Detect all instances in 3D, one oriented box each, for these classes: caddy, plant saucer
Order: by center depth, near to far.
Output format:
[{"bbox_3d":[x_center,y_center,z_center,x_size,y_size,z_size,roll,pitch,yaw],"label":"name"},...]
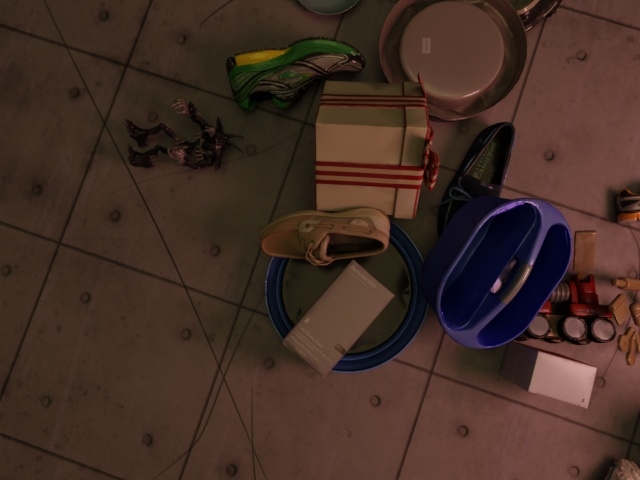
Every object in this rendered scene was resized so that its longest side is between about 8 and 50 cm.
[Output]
[{"bbox_3d":[0.373,0.065,0.987,0.242,0.179,0.341,27,99,-17],"label":"caddy"},{"bbox_3d":[0.023,-0.671,1.205,0.195,0.037,0.194,0,85,2],"label":"plant saucer"}]

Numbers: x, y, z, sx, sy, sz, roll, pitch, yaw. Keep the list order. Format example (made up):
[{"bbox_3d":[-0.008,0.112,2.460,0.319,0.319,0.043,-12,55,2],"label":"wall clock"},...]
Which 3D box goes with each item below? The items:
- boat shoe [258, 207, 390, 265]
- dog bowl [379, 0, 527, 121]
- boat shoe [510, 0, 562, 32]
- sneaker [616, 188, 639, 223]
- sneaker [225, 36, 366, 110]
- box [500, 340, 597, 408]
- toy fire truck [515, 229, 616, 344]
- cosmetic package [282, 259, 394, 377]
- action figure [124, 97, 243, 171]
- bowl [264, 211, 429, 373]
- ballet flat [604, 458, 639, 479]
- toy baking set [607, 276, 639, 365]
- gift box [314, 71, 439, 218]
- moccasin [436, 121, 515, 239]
[{"bbox_3d":[0.000,0.000,1.013,0.303,0.098,0.109,-5,129,14],"label":"boat shoe"},{"bbox_3d":[0.316,-0.456,1.146,0.350,0.102,0.348,0,85,2],"label":"dog bowl"},{"bbox_3d":[0.573,-0.611,1.173,0.233,0.084,0.079,-39,123,-8],"label":"boat shoe"},{"bbox_3d":[0.824,-0.098,1.112,0.215,0.084,0.083,-10,80,2],"label":"sneaker"},{"bbox_3d":[-0.056,-0.404,1.156,0.344,0.134,0.146,-9,92,10],"label":"sneaker"},{"bbox_3d":[0.507,0.296,1.046,0.130,0.170,0.090,16,86,2],"label":"box"},{"bbox_3d":[0.560,0.112,1.081,0.217,0.158,0.246,3,74,3],"label":"toy fire truck"},{"bbox_3d":[0.043,0.169,1.032,0.127,0.107,0.238,39,91,7],"label":"cosmetic package"},{"bbox_3d":[-0.336,-0.247,1.137,0.276,0.141,0.163,-5,74,3],"label":"action figure"},{"bbox_3d":[0.063,0.117,1.124,0.392,0.077,0.390,0,86,2],"label":"bowl"},{"bbox_3d":[0.841,0.619,1.036,0.409,0.147,0.146,27,87,3],"label":"ballet flat"},{"bbox_3d":[0.725,0.181,1.065,0.257,0.030,0.196,2,85,-34],"label":"toy baking set"},{"bbox_3d":[0.125,-0.214,1.010,0.259,0.276,0.255,4,46,3],"label":"gift box"},{"bbox_3d":[0.367,-0.131,1.111,0.138,0.117,0.341,17,87,3],"label":"moccasin"}]
